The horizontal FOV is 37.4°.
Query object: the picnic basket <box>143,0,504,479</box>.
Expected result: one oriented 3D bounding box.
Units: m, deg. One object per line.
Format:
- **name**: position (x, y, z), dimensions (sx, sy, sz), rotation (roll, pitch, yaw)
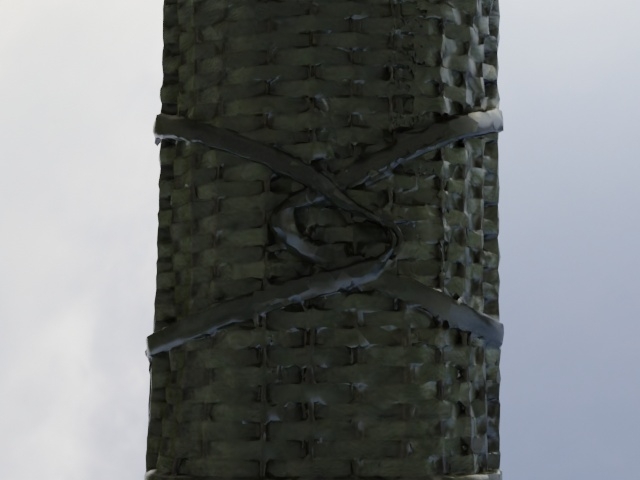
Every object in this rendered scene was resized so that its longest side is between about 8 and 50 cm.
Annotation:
- **picnic basket**: position (0.000, 0.000, 0.381), dimensions (0.134, 0.154, 0.196), rotation (2, -96, 0)
